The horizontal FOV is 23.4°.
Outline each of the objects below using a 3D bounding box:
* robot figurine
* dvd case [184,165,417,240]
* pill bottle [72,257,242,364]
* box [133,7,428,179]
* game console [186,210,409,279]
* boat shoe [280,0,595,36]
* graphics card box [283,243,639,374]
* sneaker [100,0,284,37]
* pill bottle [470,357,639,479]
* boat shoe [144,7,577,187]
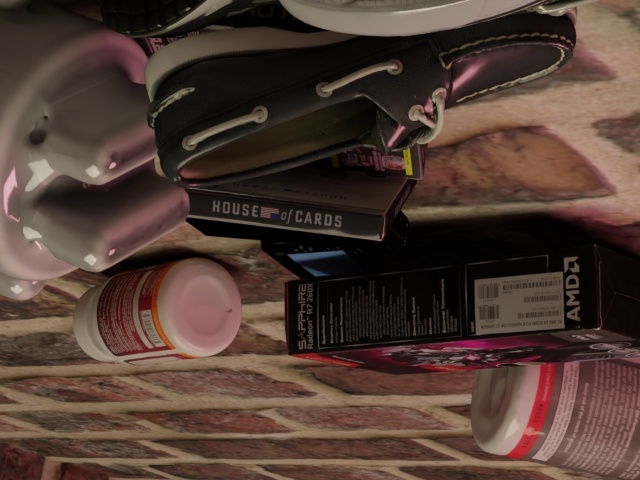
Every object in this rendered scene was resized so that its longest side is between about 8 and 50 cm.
[{"bbox_3d":[-0.264,-0.097,1.173,0.353,0.300,0.200,22,-150,27],"label":"robot figurine"},{"bbox_3d":[-0.015,-0.048,1.353,0.179,0.029,0.239,7,-165,9],"label":"dvd case"},{"bbox_3d":[-0.208,0.092,1.916,0.121,0.121,0.221,23,158,-36],"label":"pill bottle"},{"bbox_3d":[-0.024,-0.134,1.240,0.216,0.060,0.270,6,162,9],"label":"box"},{"bbox_3d":[0.000,0.000,1.606,0.213,0.044,0.361,5,168,17],"label":"game console"},{"bbox_3d":[0.138,-0.174,0.865,0.335,0.121,0.119,-11,160,15],"label":"boat shoe"},{"bbox_3d":[0.174,0.081,1.654,0.371,0.094,0.233,-9,165,32],"label":"graphics card box"},{"bbox_3d":[-0.031,-0.182,1.035,0.124,0.107,0.283,18,160,-41],"label":"sneaker"},{"bbox_3d":[0.357,0.201,1.876,0.318,0.176,0.176,13,162,-11],"label":"pill bottle"},{"bbox_3d":[0.034,-0.098,1.053,0.302,0.091,0.114,-12,156,2],"label":"boat shoe"}]
